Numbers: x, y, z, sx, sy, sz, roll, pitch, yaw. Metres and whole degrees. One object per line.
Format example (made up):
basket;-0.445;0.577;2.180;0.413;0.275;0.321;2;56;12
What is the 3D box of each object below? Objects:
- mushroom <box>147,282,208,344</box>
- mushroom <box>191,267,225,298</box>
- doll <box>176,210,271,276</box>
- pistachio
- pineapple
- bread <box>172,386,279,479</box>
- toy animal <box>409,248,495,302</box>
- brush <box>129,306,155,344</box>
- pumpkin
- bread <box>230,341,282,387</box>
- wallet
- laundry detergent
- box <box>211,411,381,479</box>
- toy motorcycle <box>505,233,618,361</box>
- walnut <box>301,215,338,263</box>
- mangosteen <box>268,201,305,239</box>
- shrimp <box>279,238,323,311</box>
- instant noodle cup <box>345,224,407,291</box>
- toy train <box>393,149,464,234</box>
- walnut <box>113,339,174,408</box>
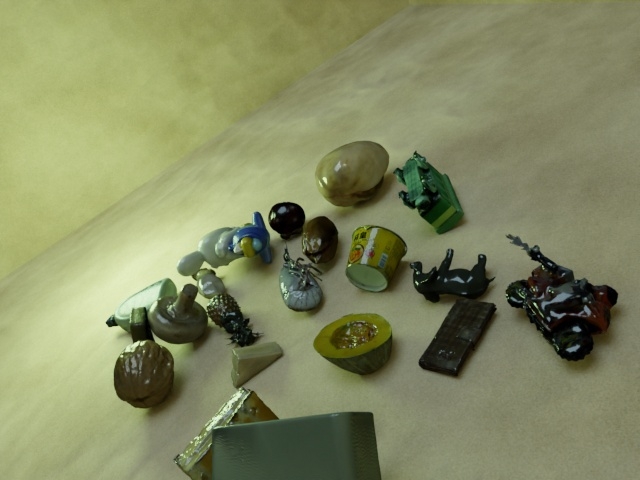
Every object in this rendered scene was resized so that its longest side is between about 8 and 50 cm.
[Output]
mushroom;-0.480;0.243;2.062;0.207;0.207;0.215;-102;32;-58
mushroom;-0.425;0.161;2.273;0.097;0.088;0.212;-37;24;-6
doll;-0.314;0.021;2.293;0.365;0.187;0.376;-11;34;31
pistachio;0.123;-0.258;2.301;0.321;0.229;0.238;-32;72;-28
pineapple;-0.293;0.274;1.999;0.125;0.125;0.251;-38;42;-14
bread;-0.177;0.506;1.409;0.239;0.246;0.111;-50;19;-30
toy animal;0.359;0.095;1.689;0.245;0.114;0.146;-6;38;35
brush;-0.613;0.334;2.078;0.059;0.197;0.123;-9;31;-10
pumpkin;0.103;0.293;1.641;0.217;0.110;0.217;-20;20;8
bread;-0.197;0.376;1.835;0.152;0.105;0.077;-5;24;-21
wallet;0.353;0.244;1.548;0.124;0.042;0.230;4;44;48
laundry detergent;-0.707;0.264;2.347;0.280;0.105;0.215;-23;32;15
box;-0.047;0.532;1.192;0.352;0.177;0.344;-15;68;25
toy motorcycle;0.566;0.120;1.465;0.207;0.134;0.401;-30;32;-1
walnut;0.000;0.000;2.109;0.137;0.137;0.245;-22;33;13
mangosteen;-0.130;-0.077;2.339;0.152;0.152;0.152;-21;32;14
shrimp;-0.076;0.116;2.023;0.145;0.116;0.343;-27;38;3
instant noodle cup;0.162;0.062;1.859;0.182;0.182;0.144;-4;48;36
toy train;0.353;-0.167;1.997;0.120;0.202;0.301;-44;25;24
walnut;-0.557;0.420;1.904;0.213;0.213;0.213;-21;32;14
